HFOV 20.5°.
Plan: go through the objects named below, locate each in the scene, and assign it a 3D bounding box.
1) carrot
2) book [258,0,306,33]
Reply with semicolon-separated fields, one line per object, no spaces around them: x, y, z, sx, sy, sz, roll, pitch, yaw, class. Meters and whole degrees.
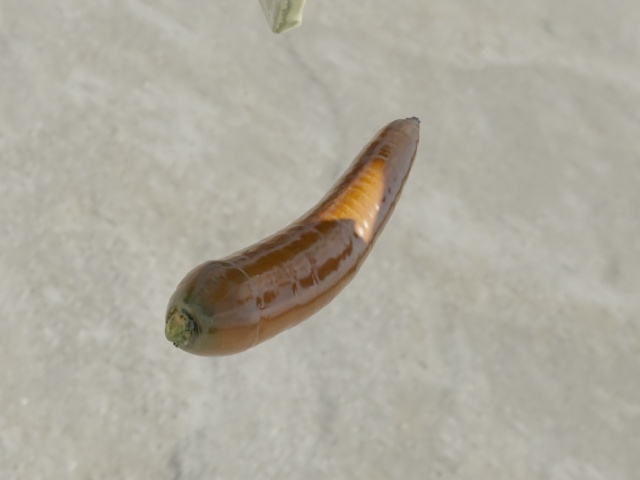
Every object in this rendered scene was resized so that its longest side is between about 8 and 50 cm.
0.000;0.000;1.095;0.066;0.062;0.271;10;34;40;carrot
-0.037;-0.206;0.840;0.232;0.022;0.162;111;-42;-78;book
